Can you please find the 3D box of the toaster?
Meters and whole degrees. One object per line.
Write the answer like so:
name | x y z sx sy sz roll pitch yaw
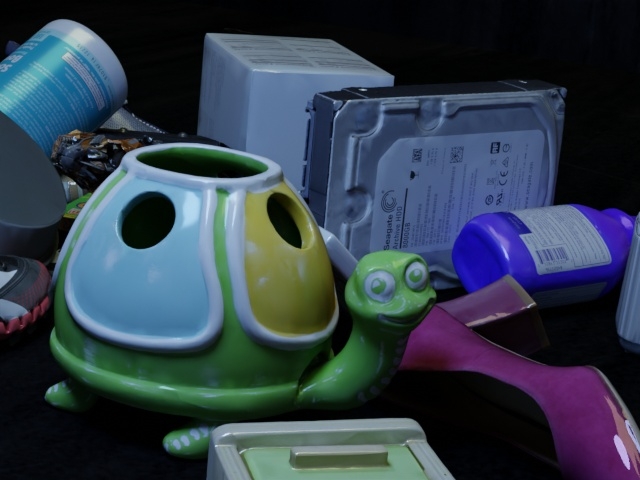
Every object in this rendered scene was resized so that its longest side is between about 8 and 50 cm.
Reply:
toaster | 0.396 0.034 1.611 0.129 0.147 0.227 10 17 14

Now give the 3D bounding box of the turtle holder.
turtle holder | -0.089 0.048 1.280 0.243 0.228 0.320 -8 20 -38

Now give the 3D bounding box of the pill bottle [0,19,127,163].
pill bottle | -0.379 -0.155 1.890 0.146 0.146 0.264 17 50 35

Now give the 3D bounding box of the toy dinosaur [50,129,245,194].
toy dinosaur | -0.145 -0.052 1.717 0.321 0.164 0.218 -1 14 -19

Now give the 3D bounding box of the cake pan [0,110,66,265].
cake pan | -0.391 -0.085 1.583 0.293 0.054 0.293 35 20 -15

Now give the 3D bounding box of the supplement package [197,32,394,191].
supplement package | -0.043 -0.161 2.035 0.198 0.199 0.262 0 17 -19

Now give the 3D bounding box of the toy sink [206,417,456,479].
toy sink | 0.005 0.198 0.974 0.152 0.131 0.234 1 17 -15

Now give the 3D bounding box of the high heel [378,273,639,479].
high heel | 0.153 0.164 1.254 0.181 0.127 0.377 -26 26 -4

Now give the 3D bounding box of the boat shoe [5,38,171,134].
boat shoe | -0.337 -0.199 2.146 0.340 0.158 0.127 14 19 29

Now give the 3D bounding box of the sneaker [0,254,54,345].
sneaker | -0.350 0.040 1.394 0.097 0.135 0.276 13 17 30

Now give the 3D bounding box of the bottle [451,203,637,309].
bottle | 0.289 0.015 1.711 0.282 0.092 0.118 -7 49 -35

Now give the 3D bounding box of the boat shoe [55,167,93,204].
boat shoe | -0.337 -0.094 1.973 0.072 0.068 0.190 -9 18 -5

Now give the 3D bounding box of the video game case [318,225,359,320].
video game case | 0.018 0.038 1.475 0.201 0.023 0.183 48 -9 -32

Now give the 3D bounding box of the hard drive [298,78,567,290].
hard drive | 0.129 -0.059 1.686 0.338 0.237 0.064 -5 19 -34

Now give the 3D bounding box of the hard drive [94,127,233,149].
hard drive | -0.207 -0.110 1.930 0.172 0.054 0.254 3 8 -15

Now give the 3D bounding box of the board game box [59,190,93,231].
board game box | -0.230 -0.044 1.879 0.124 0.039 0.259 9 14 14

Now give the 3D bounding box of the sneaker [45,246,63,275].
sneaker | -0.275 0.013 1.664 0.109 0.044 0.040 -13 27 -42
